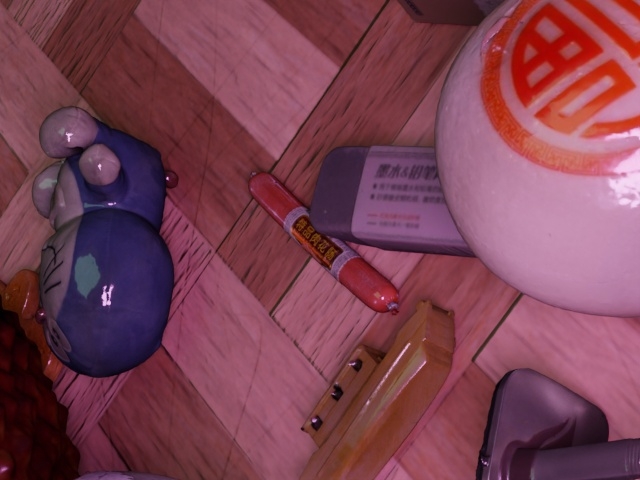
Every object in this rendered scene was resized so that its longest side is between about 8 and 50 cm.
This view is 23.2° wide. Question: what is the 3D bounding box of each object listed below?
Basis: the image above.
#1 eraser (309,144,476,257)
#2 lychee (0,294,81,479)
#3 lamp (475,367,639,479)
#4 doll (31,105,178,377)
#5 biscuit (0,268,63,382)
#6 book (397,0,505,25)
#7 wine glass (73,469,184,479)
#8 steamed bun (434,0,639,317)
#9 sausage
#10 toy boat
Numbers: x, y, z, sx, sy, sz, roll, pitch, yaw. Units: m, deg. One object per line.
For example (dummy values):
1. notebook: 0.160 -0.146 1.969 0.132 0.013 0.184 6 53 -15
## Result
1. eraser: 0.136 -0.031 1.317 0.352 0.061 0.089 6 79 44
2. lychee: -0.432 0.252 1.483 0.425 0.425 0.499 -9 74 40
3. lamp: 0.261 0.113 1.113 0.283 0.124 0.203 -7 60 38
4. doll: -0.225 0.012 1.572 0.228 0.154 0.258 122 154 -58
5. biscuit: -0.352 0.109 1.728 0.250 0.036 0.165 17 87 48
6. book: 0.125 -0.232 1.352 0.199 0.138 0.016 11 63 45
7. wine glass: -0.065 0.287 1.177 0.190 0.357 0.190 -17 62 35
8. steamed bun: 0.216 -0.090 1.130 0.283 0.177 0.283 -8 61 15
9. sausage: 0.000 0.000 1.450 0.253 0.034 0.034 42 103 42
10. toy boat: 0.047 0.136 1.340 0.200 0.057 0.077 -55 40 12
